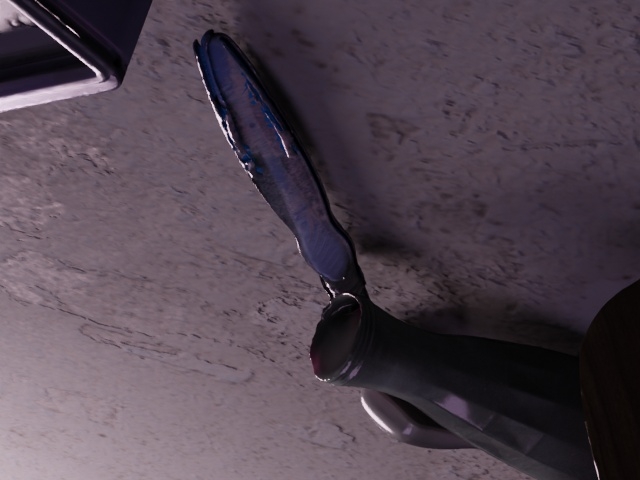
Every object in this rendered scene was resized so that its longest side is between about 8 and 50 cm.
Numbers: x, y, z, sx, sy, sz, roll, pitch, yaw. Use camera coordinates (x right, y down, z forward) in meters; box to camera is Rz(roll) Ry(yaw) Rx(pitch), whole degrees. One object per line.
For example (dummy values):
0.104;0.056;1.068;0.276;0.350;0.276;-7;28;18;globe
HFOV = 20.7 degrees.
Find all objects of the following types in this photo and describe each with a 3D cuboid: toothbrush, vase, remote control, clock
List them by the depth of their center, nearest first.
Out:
-0.190;-0.138;0.810;0.144;0.073;0.193;-7;148;37;clock
0.000;0.000;1.039;0.035;0.042;0.413;-27;147;1;toothbrush
0.094;0.091;1.091;0.214;0.086;0.086;22;155;-29;vase
0.080;0.125;1.182;0.050;0.027;0.184;42;-169;28;remote control

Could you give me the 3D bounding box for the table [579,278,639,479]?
0.353;0.123;0.916;0.317;0.317;0.249;-8;160;39;table
